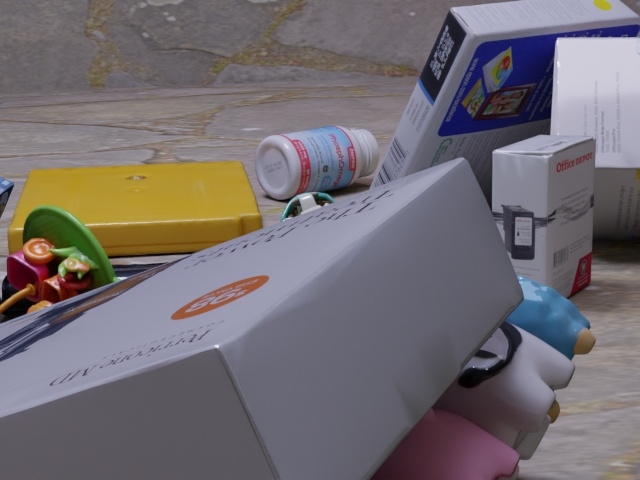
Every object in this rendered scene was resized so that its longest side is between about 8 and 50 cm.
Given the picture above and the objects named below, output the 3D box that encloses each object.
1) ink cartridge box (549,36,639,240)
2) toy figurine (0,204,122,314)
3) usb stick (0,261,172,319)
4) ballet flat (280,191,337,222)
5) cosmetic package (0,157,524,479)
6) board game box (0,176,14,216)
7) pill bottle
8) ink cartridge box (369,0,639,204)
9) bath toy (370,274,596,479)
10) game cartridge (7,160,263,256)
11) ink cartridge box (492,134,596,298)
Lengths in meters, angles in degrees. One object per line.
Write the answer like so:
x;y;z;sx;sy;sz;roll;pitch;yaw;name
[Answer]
0.366;-0.108;1.471;0.233;0.168;0.171;1;-26;8;ink cartridge box
-0.253;0.070;1.130;0.173;0.130;0.159;35;45;26;toy figurine
-0.165;0.045;1.294;0.278;0.045;0.077;-3;7;-6;usb stick
0.000;0.000;1.352;0.083;0.087;0.247;-30;16;-2;ballet flat
-0.115;0.088;0.702;0.377;0.097;0.284;-19;10;29;cosmetic package
-0.338;0.021;1.215;0.035;0.136;0.201;24;14;-4;board game box
-0.001;-0.107;1.807;0.160;0.087;0.087;-13;18;-38;pill bottle
0.241;-0.160;1.616;0.307;0.303;0.072;-11;53;-29;ink cartridge box
0.036;0.128;0.747;0.129;0.151;0.348;28;29;14;bath toy
-0.223;-0.039;1.647;0.285;0.052;0.323;-3;16;-6;game cartridge
0.214;-0.022;1.299;0.063;0.150;0.109;8;16;33;ink cartridge box
